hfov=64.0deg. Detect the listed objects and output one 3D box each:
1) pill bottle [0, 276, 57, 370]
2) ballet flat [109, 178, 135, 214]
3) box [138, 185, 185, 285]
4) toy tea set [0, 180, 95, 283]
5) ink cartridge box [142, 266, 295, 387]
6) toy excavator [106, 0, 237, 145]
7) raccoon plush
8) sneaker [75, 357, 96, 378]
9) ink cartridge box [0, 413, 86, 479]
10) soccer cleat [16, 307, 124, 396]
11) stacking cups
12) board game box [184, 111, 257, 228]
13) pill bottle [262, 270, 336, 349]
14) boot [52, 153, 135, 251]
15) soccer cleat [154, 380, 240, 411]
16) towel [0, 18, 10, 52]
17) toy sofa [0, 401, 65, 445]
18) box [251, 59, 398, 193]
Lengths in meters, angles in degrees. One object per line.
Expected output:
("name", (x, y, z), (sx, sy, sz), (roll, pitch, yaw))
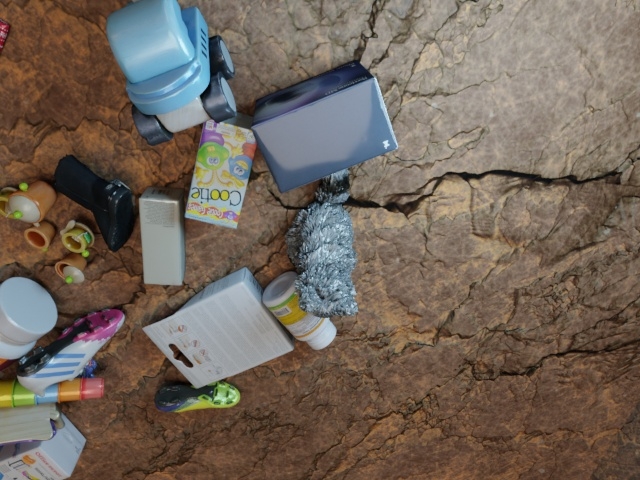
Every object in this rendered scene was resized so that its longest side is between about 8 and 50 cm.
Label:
("pill bottle", (-0.990, 0.286, 1.505), (0.392, 0.224, 0.224), (-33, 115, 13))
("ballet flat", (-0.544, -0.124, 1.437), (0.041, 0.041, 0.114), (-25, 118, 8))
("box", (-0.449, -0.011, 1.472), (0.113, 0.094, 0.275), (5, 117, -7))
("toy tea set", (-0.756, -0.011, 1.406), (0.200, 0.124, 0.336), (-20, 119, 26))
("ink cartridge box", (-0.321, 0.293, 1.655), (0.385, 0.091, 0.308), (-25, 117, 14))
("toy excavator", (-0.377, -0.507, 1.126), (0.222, 0.433, 0.445), (-16, 145, 8))
("raccoon plush", (0.000, 0.000, 1.400), (0.216, 0.299, 0.446), (-8, 117, 0))
("sneaker", (-0.776, 0.391, 1.671), (0.087, 0.083, 0.221), (2, 123, -21))
("ink cartridge box", (-0.980, 0.735, 1.770), (0.232, 0.168, 0.171), (-23, 117, 7))
("soccer cleat", (-0.741, 0.336, 1.558), (0.331, 0.116, 0.143), (-34, 131, -30))
("stacking cups", (-0.847, 0.475, 1.598), (0.316, 0.096, 0.096), (5, 117, -20))
("board game box", (-0.258, -0.195, 1.365), (0.142, 0.144, 0.275), (13, 116, -12))
("pill bottle", (-0.058, 0.226, 1.603), (0.136, 0.136, 0.246), (-33, 115, 12))
("boot", (-0.622, -0.102, 1.408), (0.207, 0.094, 0.246), (31, 138, 6))
("soccer cleat", (-0.426, 0.545, 1.781), (0.289, 0.093, 0.121), (0, 148, -10))
("towel", (-0.900, -0.459, 1.238), (0.199, 0.031, 0.275), (31, 110, -20))
("toy sofa", (-1.013, 0.579, 1.612), (0.362, 0.177, 0.150), (-4, 150, -21))
("box", (0.002, -0.290, 1.253), (0.296, 0.294, 0.183), (-21, 117, 5))
